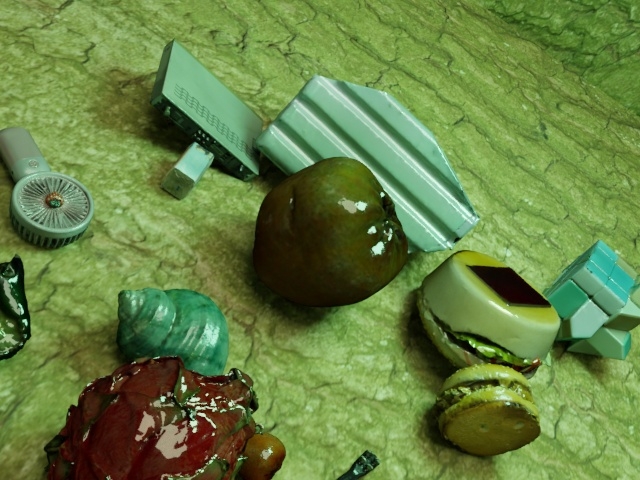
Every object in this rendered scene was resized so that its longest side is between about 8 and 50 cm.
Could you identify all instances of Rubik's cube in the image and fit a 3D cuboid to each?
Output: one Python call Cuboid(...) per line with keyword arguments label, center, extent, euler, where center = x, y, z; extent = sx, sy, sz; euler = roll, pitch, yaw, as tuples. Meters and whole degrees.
Cuboid(label="Rubik's cube", center=(0.631, 0.150, 1.653), extent=(0.213, 0.224, 0.265), euler=(46, 38, 7))

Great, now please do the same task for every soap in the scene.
Cuboid(label="soap", center=(0.115, -0.144, 1.521), extent=(0.446, 0.261, 0.156), euler=(42, 5, 5))

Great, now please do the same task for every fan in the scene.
Cuboid(label="fan", center=(-0.477, -0.096, 1.234), extent=(0.130, 0.074, 0.244), euler=(-19, 65, -41))

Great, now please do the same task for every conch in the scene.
Cuboid(label="conch", center=(-0.234, 0.154, 1.135), extent=(0.202, 0.134, 0.196), euler=(33, 42, -6))

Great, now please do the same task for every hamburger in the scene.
Cuboid(label="hamburger", center=(0.329, 0.153, 1.470), extent=(0.302, 0.170, 0.302), euler=(25, 24, -12))
Cuboid(label="hamburger", center=(0.294, 0.305, 1.333), extent=(0.118, 0.191, 0.182), euler=(-89, 157, -50))

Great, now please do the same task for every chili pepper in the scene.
Cuboid(label="chili pepper", center=(-0.536, 0.118, 1.000), extent=(0.264, 0.116, 0.148), euler=(-10, 72, -38))

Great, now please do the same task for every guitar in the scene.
Cuboid(label="guitar", center=(0.013, 0.402, 1.156), extent=(0.271, 0.038, 0.084), euler=(-25, 72, -44))

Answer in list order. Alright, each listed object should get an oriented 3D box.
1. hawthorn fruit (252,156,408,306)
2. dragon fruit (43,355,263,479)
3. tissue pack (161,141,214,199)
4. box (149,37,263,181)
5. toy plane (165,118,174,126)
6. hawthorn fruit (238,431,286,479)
Cuboid(label="hawthorn fruit", center=(0.000, 0.000, 1.342), extent=(0.268, 0.301, 0.268), euler=(38, 43, -46))
Cuboid(label="dragon fruit", center=(-0.216, 0.268, 0.960), extent=(0.299, 0.244, 0.244), euler=(-35, 73, -7))
Cuboid(label="tissue pack", center=(-0.256, -0.133, 1.414), extent=(0.059, 0.074, 0.094), euler=(37, 41, -11))
Cuboid(label="box", center=(-0.224, -0.260, 1.494), extent=(0.270, 0.045, 0.211), euler=(39, 37, -37))
Cuboid(label="toy plane", center=(-0.289, -0.262, 1.503), extent=(0.135, 0.062, 0.188), euler=(33, 33, -10))
Cuboid(label="hawthorn fruit", center=(-0.103, 0.323, 1.121), extent=(0.093, 0.081, 0.081), euler=(37, 41, 18))
